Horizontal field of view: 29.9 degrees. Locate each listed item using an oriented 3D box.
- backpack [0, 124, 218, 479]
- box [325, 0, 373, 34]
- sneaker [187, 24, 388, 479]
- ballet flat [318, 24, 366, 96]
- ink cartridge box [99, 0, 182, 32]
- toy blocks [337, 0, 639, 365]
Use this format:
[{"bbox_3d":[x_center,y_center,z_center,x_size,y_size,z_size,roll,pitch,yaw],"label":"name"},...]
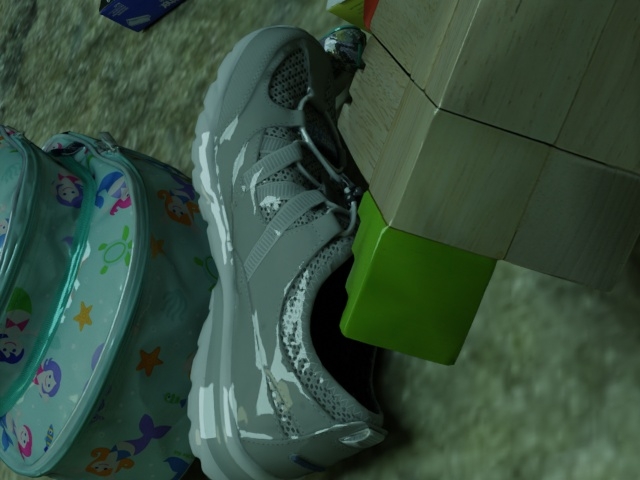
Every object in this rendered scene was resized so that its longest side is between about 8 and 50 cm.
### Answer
[{"bbox_3d":[-0.157,0.044,0.788,0.253,0.191,0.225,26,93,52],"label":"backpack"},{"bbox_3d":[0.061,-0.244,0.745,0.087,0.058,0.232,-23,53,48],"label":"box"},{"bbox_3d":[0.000,0.000,0.678,0.115,0.105,0.281,-17,64,33],"label":"sneaker"},{"bbox_3d":[-0.011,-0.102,0.786,0.114,0.041,0.041,-23,53,49],"label":"ballet flat"},{"bbox_3d":[-0.141,-0.299,1.080,0.097,0.046,0.207,-21,55,47],"label":"ink cartridge box"},{"bbox_3d":[0.100,-0.164,0.533,0.261,0.191,0.381,-111,39,-68],"label":"toy blocks"}]
